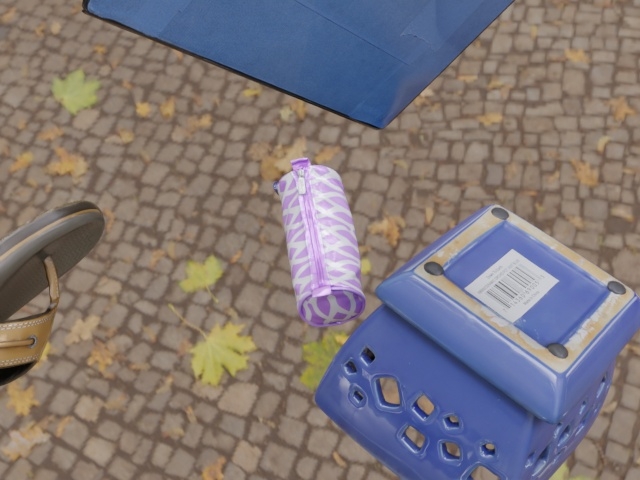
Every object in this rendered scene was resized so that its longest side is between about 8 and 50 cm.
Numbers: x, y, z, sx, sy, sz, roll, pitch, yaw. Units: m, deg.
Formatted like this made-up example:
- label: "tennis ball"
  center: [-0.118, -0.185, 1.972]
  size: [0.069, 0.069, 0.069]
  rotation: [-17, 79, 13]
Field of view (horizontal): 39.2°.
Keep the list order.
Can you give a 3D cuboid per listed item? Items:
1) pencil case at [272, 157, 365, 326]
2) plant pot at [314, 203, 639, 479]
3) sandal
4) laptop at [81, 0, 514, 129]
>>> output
- label: "pencil case"
  center: [0.000, 0.000, 1.058]
  size: [0.086, 0.088, 0.206]
  rotation: [-13, 54, 0]
- label: "plant pot"
  center: [0.168, 0.112, 0.903]
  size: [0.236, 0.212, 0.236]
  rotation: [37, 45, 22]
- label: "sandal"
  center: [-0.198, 0.064, 0.514]
  size: [0.060, 0.090, 0.219]
  rotation: [40, 57, 1]
- label: "laptop"
  center: [0.160, -0.171, 0.531]
  size: [0.408, 0.382, 0.236]
  rotation: [17, 95, 29]
